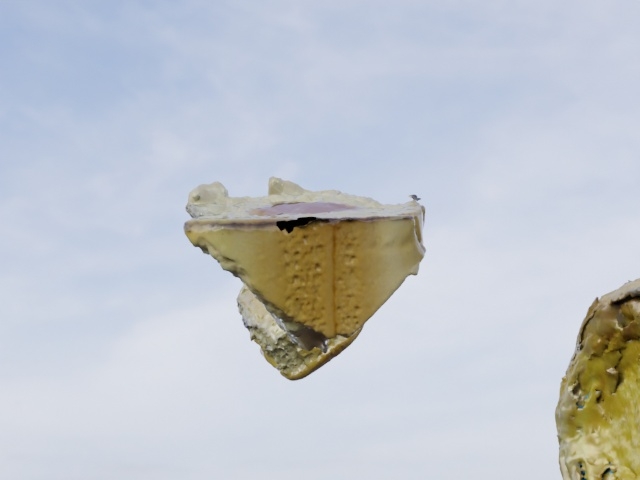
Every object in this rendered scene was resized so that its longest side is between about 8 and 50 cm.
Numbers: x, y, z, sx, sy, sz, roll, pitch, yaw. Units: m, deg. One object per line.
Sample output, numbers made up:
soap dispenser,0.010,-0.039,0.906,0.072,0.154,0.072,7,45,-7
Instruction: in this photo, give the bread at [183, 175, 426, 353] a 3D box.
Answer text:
bread,-0.003,-0.011,1.376,0.211,0.224,0.183,-41,15,-1

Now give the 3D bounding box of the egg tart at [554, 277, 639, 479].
egg tart,0.334,0.177,1.241,0.107,0.290,0.291,3,-17,-21

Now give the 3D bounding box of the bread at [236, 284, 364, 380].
bread,-0.037,0.114,2.051,0.174,0.121,0.245,-34,25,-7
